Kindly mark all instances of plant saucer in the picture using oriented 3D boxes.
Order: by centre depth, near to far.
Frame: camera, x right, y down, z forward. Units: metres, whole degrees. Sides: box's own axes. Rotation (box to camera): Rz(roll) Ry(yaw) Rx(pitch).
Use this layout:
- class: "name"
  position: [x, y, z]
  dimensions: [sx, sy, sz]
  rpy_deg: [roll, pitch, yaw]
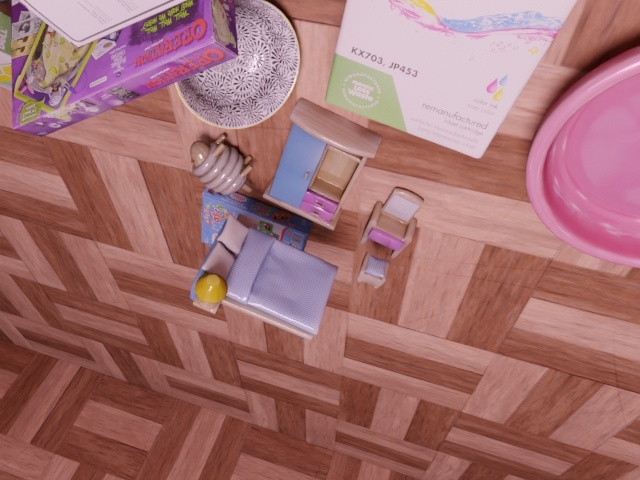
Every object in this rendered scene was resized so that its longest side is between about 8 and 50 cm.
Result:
- class: "plant saucer"
  position: [0.420, -0.099, 0.594]
  dimensions: [0.331, 0.084, 0.332]
  rpy_deg: [14, 141, 12]

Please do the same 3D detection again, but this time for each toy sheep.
- class: "toy sheep"
  position: [-0.165, -0.122, 0.860]
  dimensions: [0.091, 0.091, 0.132]
  rpy_deg: [-21, 130, 42]

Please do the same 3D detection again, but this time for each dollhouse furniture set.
- class: "dollhouse furniture set"
  position: [0.000, 0.000, 0.742]
  dimensions: [0.286, 0.304, 0.198]
  rpy_deg: [25, 143, -3]

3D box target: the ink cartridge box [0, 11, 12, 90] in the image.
- class: "ink cartridge box"
  position: [-0.460, -0.274, 0.758]
  dimensions: [0.108, 0.062, 0.209]
  rpy_deg: [-6, 167, 32]

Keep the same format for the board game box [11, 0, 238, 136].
- class: "board game box"
  position: [-0.255, -0.271, 0.616]
  dimensions: [0.346, 0.209, 0.056]
  rpy_deg: [-9, 167, 28]

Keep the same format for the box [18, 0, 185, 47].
- class: "box"
  position: [-0.172, -0.297, 0.442]
  dimensions: [0.289, 0.087, 0.169]
  rpy_deg: [-10, 155, 25]

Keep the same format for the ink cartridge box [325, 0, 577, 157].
- class: "ink cartridge box"
  position: [0.143, -0.271, 0.493]
  dimensions: [0.207, 0.119, 0.354]
  rpy_deg: [20, 143, 3]

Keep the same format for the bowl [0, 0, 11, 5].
- class: "bowl"
  position: [-0.519, -0.418, 0.640]
  dimensions: [0.297, 0.134, 0.298]
  rpy_deg: [14, 142, 11]

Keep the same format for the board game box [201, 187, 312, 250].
- class: "board game box"
  position: [-0.132, -0.015, 1.007]
  dimensions: [0.211, 0.039, 0.160]
  rpy_deg: [21, 142, 1]

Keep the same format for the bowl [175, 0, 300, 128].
- class: "bowl"
  position: [-0.119, -0.242, 0.671]
  dimensions: [0.170, 0.080, 0.170]
  rpy_deg: [-18, 133, -20]
